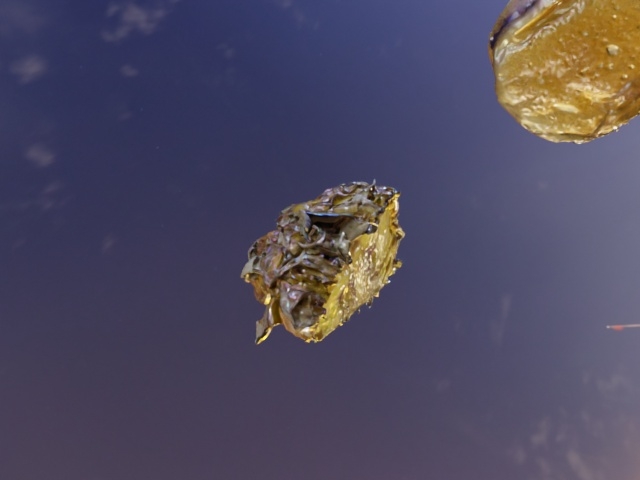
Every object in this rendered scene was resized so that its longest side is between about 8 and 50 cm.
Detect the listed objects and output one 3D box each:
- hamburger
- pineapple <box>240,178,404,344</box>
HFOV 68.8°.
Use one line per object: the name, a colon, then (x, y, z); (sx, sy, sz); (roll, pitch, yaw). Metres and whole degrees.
hamburger: (0.360, -0.269, 0.650); (0.244, 0.245, 0.163); (58, -146, -11)
pineapple: (0.002, -0.005, 0.567); (0.335, 0.161, 0.158); (-31, -40, -55)
